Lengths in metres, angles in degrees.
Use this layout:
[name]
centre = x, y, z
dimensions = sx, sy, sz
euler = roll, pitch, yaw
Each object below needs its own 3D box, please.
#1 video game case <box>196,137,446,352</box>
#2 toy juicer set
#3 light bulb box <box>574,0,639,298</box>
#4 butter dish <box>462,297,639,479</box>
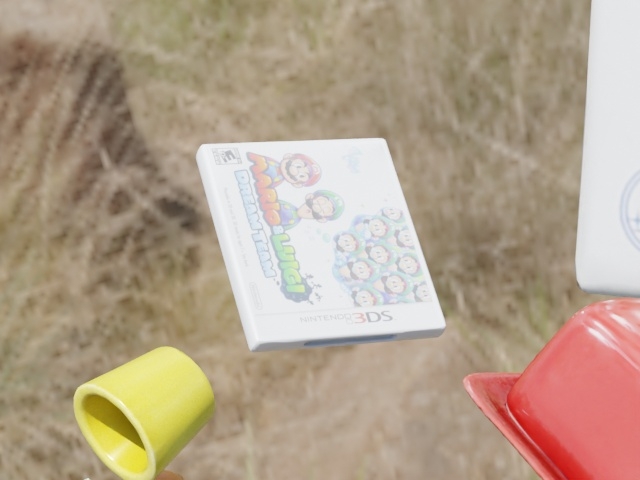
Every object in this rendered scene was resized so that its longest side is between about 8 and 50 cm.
[video game case]
centre = 0.000, 0.000, 1.363
dimensions = 0.143, 0.019, 0.157
euler = -3, 60, -25
[toy juicer set]
centre = -0.023, 0.225, 1.154
dimensions = 0.329, 0.209, 0.089
euler = 38, 53, 22
[light bulb box]
centre = 0.297, -0.105, 0.601
dimensions = 0.361, 0.225, 0.358
euler = 6, 12, 21
[butter dish]
centre = 0.174, 0.075, 0.910
dimensions = 0.160, 0.118, 0.160
euler = 6, 28, -36
